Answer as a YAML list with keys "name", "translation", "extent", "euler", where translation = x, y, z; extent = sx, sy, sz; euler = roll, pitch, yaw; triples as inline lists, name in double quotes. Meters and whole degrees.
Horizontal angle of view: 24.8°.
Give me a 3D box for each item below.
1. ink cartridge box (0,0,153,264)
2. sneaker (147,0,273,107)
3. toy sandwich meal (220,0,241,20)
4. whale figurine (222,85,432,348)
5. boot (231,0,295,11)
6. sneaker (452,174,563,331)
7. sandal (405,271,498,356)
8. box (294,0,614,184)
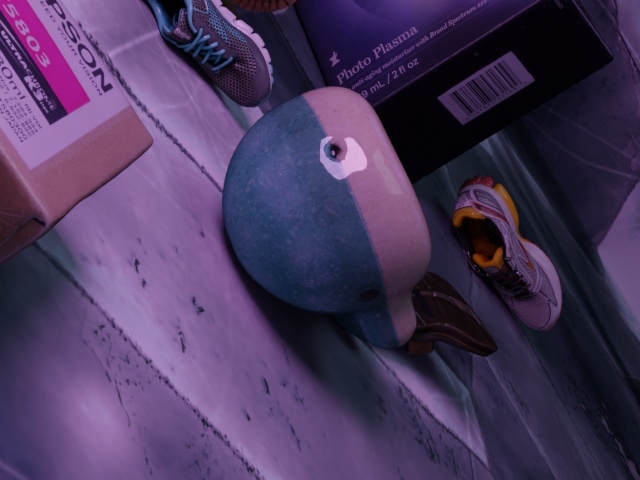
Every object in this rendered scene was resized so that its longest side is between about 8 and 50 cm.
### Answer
- name: "ink cartridge box"
  translation: [-0.202, -0.105, 0.741]
  extent: [0.234, 0.088, 0.193]
  euler: [56, 17, -9]
- name: "sneaker"
  translation: [-0.107, -0.180, 1.260]
  extent: [0.166, 0.065, 0.076]
  euler: [54, 32, -8]
- name: "toy sandwich meal"
  translation: [-0.099, -0.206, 1.367]
  extent: [0.085, 0.029, 0.085]
  euler: [55, 17, -26]
- name: "whale figurine"
  translation: [0.000, 0.000, 1.158]
  extent: [0.272, 0.141, 0.216]
  euler: [85, -17, -66]
- name: "boot"
  translation: [-0.093, -0.261, 1.343]
  extent: [0.158, 0.059, 0.084]
  euler: [15, 25, -24]
- name: "sneaker"
  translation: [0.235, 0.030, 1.897]
  extent: [0.225, 0.088, 0.092]
  euler: [55, 36, -14]
- name: "sandal"
  translation: [0.088, 0.078, 1.376]
  extent: [0.219, 0.060, 0.090]
  euler: [7, 46, -53]
- name: "box"
  translation: [0.140, -0.282, 1.752]
  extent: [0.183, 0.296, 0.294]
  euler: [38, 25, -51]
